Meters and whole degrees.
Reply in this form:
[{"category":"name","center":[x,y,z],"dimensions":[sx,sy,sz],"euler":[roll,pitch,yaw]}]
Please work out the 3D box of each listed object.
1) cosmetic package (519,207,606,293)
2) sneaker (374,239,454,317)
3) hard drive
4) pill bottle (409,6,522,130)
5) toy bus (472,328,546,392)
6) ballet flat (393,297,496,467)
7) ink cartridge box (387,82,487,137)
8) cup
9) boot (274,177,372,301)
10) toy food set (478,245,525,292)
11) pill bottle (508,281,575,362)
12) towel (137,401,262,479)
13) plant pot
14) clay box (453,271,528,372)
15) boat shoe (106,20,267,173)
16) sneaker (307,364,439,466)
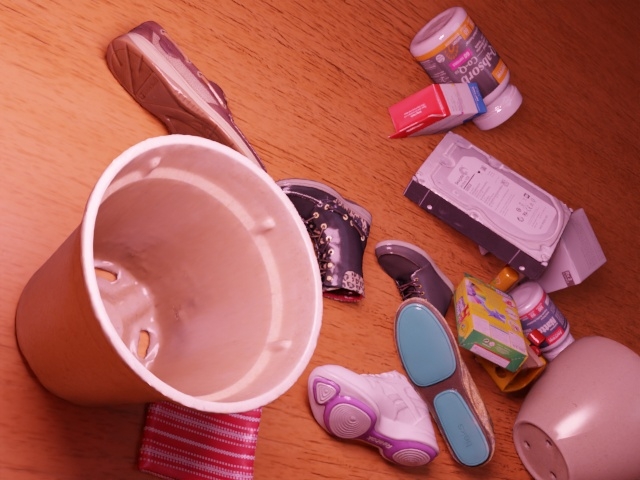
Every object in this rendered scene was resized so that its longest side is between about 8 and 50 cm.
[{"category":"cosmetic package","center":[0.573,0.032,1.965],"dimensions":[0.184,0.151,0.151],"euler":[-21,87,-48]},{"category":"sneaker","center":[0.186,0.095,1.597],"dimensions":[0.222,0.083,0.118],"euler":[37,49,-29]},{"category":"hard drive","center":[0.376,-0.086,1.779],"dimensions":[0.339,0.064,0.237],"euler":[34,45,8]},{"category":"pill bottle","center":[0.356,-0.411,1.946],"dimensions":[0.278,0.162,0.162],"euler":[46,46,-20]},{"category":"toy bus","center":[0.372,0.225,1.706],"dimensions":[0.191,0.104,0.202],"euler":[29,30,-2]},{"category":"ballet flat","center":[0.241,0.269,1.565],"dimensions":[0.123,0.123,0.348],"euler":[-24,89,-48]},{"category":"ink cartridge box","center":[0.252,-0.291,1.804],"dimensions":[0.231,0.134,0.078],"euler":[-13,82,-48]},{"category":"cup","center":[0.548,0.398,1.687],"dimensions":[0.237,0.331,0.331],"euler":[-24,89,-24]},{"category":"boot","center":[0.002,0.000,1.455],"dimensions":[0.236,0.085,0.178],"euler":[23,59,-37]},{"category":"toy food set","center":[0.410,0.040,1.865],"dimensions":[0.111,0.104,0.232],"euler":[16,42,-25]},{"category":"pill bottle","center":[0.509,0.193,1.858],"dimensions":[0.180,0.108,0.108],"euler":[48,45,-17]},{"category":"towel","center":[-0.162,0.235,1.220],"dimensions":[0.199,0.031,0.274],"euler":[30,53,-32]},{"category":"plant pot","center":[-0.220,0.080,1.027],"dimensions":[0.334,0.305,0.333],"euler":[21,57,-37]},{"category":"clay box","center":[0.335,0.157,1.613],"dimensions":[0.127,0.053,0.222],"euler":[27,26,-8]},{"category":"boat shoe","center":[-0.195,-0.218,1.335],"dimensions":[0.342,0.123,0.123],"euler":[46,46,-11]},{"category":"sneaker","center":[0.087,0.283,1.412],"dimensions":[0.305,0.114,0.152],"euler":[39,34,-32]}]
